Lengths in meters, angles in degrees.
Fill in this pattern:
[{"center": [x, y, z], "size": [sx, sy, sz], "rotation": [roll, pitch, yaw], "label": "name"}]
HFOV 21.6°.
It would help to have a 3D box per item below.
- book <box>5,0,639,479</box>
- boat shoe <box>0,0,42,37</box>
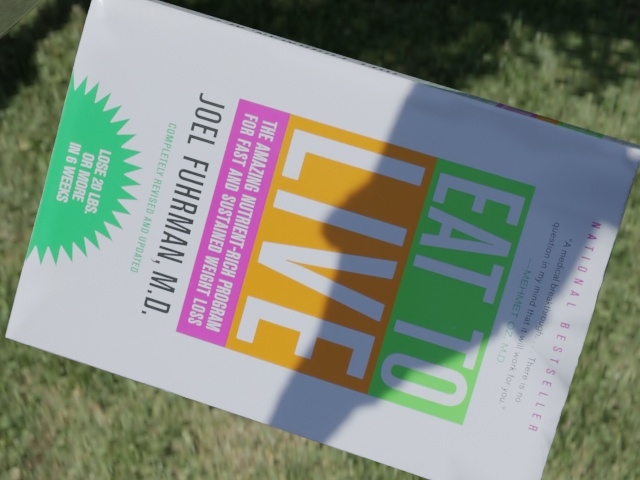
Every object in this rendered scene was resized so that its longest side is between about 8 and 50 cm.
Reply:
[{"center": [0.000, 0.000, 0.435], "size": [0.144, 0.035, 0.096], "rotation": [17, 100, 8], "label": "book"}, {"center": [-0.151, -0.179, 0.779], "size": [0.306, 0.113, 0.105], "rotation": [-44, 88, 8], "label": "boat shoe"}]
